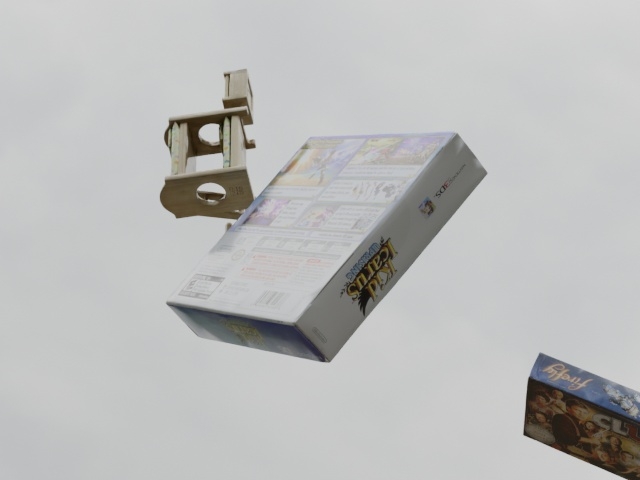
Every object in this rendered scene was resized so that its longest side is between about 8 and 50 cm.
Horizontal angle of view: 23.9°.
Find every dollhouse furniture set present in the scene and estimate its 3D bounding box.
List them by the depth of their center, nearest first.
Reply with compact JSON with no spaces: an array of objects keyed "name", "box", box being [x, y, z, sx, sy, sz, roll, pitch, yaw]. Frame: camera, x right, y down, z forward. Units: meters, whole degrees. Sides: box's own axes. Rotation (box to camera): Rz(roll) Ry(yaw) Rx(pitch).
[{"name":"dollhouse furniture set","box":[-0.119,-0.074,1.740,0.101,0.182,0.161,-8,-47,5]}]

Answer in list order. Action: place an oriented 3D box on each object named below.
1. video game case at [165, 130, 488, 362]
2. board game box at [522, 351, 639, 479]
[{"name":"video game case","box":[0.000,0.000,1.469,0.061,0.244,0.269,48,-21,-23]},{"name":"board game box","box":[0.380,0.243,1.931,0.243,0.042,0.165,22,-30,19]}]
